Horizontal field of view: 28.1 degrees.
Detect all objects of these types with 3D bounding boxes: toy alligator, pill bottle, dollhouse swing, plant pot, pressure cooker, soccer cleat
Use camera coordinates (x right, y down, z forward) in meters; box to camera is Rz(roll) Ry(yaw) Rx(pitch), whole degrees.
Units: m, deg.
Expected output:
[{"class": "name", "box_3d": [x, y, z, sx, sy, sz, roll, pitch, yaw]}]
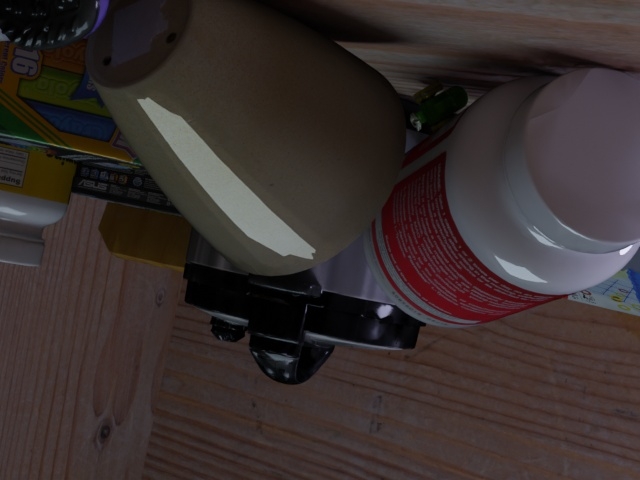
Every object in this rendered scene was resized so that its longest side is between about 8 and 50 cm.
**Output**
[{"class": "toy alligator", "box_3d": [0.147, -0.163, 1.551, 0.051, 0.056, 0.189, -29, -178, -4]}, {"class": "pill bottle", "box_3d": [-0.459, -0.137, 1.928, 0.188, 0.334, 0.188, 12, 180, 0]}, {"class": "dollhouse swing", "box_3d": [-0.162, -0.088, 2.211, 0.347, 0.305, 0.315, 10, 179, 24]}, {"class": "pill bottle", "box_3d": [0.210, -0.041, 1.376, 0.229, 0.229, 0.407, 12, 166, -14]}, {"class": "plant pot", "box_3d": [-0.094, -0.135, 1.249, 0.256, 0.256, 0.274, 11, 163, 39]}, {"class": "pressure cooker", "box_3d": [-0.006, -0.001, 1.836, 0.370, 0.420, 0.375, 13, 178, -37]}, {"class": "soccer cleat", "box_3d": [-0.271, -0.237, 1.212, 0.116, 0.109, 0.318, -14, -166, -38]}]

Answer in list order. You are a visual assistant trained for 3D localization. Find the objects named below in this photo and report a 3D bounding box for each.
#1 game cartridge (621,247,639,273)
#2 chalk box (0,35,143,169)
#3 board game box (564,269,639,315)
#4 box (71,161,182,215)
[{"class": "game cartridge", "box_3d": [0.341, -0.061, 1.647, 0.294, 0.060, 0.196, 31, 164, -8]}, {"class": "chalk box", "box_3d": [-0.268, -0.184, 1.533, 0.289, 0.179, 0.180, 11, 179, -30]}, {"class": "board game box", "box_3d": [0.418, -0.011, 1.874, 0.308, 0.086, 0.302, 13, 152, 43]}, {"class": "box", "box_3d": [-0.236, -0.150, 2.002, 0.270, 0.216, 0.060, 11, 178, 5]}]
